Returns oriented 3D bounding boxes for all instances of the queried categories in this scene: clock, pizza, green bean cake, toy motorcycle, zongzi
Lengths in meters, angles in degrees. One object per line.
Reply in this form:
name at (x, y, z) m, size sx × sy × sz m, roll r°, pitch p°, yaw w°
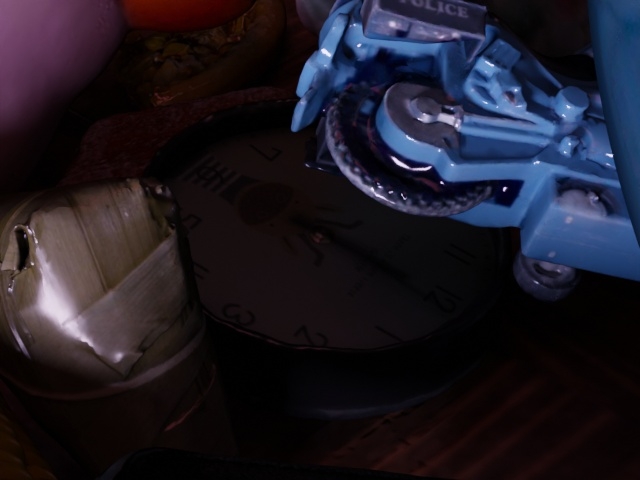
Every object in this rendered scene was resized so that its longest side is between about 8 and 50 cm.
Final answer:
clock at (0.000, 0.000, 0.615) m, size 0.184 × 0.040 × 0.184 m, roll 5°, pitch 44°, yaw -5°
pizza at (-0.091, -0.128, 0.907) m, size 0.131 × 0.041 × 0.178 m, roll 13°, pitch 42°, yaw 39°
green bean cake at (-0.077, -0.028, 0.736) m, size 0.135 × 0.056 × 0.136 m, roll -6°, pitch 34°, yaw 11°
toy motorcycle at (0.123, -0.065, 0.600) m, size 0.272 × 0.123 × 0.182 m, roll 12°, pitch 50°, yaw -10°
zongzi at (-0.101, 0.064, 0.564) m, size 0.081 × 0.178 × 0.189 m, roll -24°, pitch 11°, yaw -29°

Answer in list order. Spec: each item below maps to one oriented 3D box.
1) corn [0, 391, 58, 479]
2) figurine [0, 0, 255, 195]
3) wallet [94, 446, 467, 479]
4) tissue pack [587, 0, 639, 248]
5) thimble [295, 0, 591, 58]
corn at (-0.177, 0.100, 0.510) m, size 0.144 × 0.144 × 0.387 m, roll -26°, pitch 35°, yaw -16°
figurine at (-0.231, -0.167, 0.827) m, size 0.269 × 0.211 × 0.261 m, roll 13°, pitch 53°, yaw 48°
wallet at (0.041, 0.161, 0.344) m, size 0.172 × 0.045 × 0.318 m, roll 15°, pitch 20°, yaw -30°
tissue pack at (0.209, 0.001, 0.414) m, size 0.198 × 0.206 × 0.287 m, roll -24°, pitch 49°, yaw 9°
thimble at (0.092, -0.161, 0.749) m, size 0.211 × 0.185 × 0.149 m, roll 37°, pitch 60°, yaw 19°
